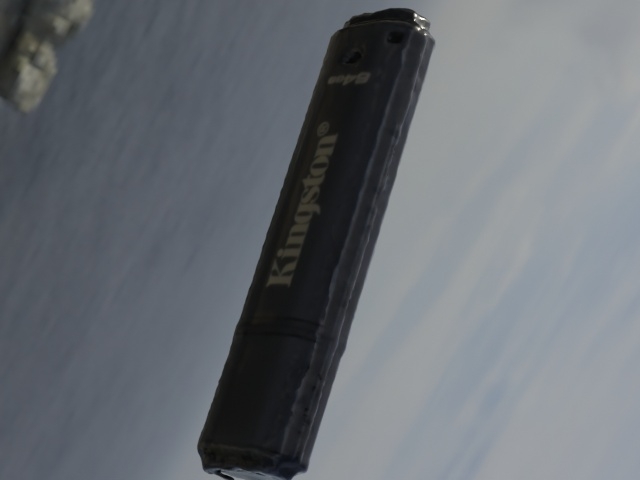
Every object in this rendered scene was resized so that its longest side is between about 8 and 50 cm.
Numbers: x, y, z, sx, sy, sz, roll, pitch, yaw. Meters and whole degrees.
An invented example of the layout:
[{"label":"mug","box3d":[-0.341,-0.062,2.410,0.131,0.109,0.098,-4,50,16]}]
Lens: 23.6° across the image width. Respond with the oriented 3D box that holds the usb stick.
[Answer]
[{"label":"usb stick","box3d":[0.000,0.000,0.840,0.077,0.045,0.278,-8,-121,53]}]
